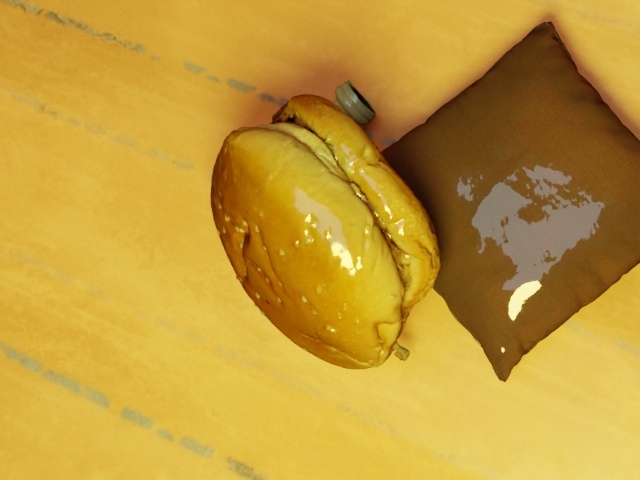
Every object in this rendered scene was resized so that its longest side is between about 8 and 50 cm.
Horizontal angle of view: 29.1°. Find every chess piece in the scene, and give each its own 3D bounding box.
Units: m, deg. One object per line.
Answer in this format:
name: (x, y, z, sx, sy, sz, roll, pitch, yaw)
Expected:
chess piece: (-0.006, -0.131, 1.517, 0.149, 0.059, 0.059, -37, 72, 13)

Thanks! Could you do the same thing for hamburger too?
hamburger: (0.000, 0.000, 1.382, 0.170, 0.290, 0.314, -32, 75, -20)

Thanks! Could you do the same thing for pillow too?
pillow: (0.231, -0.050, 1.400, 0.305, 0.108, 0.308, -38, 72, 5)
